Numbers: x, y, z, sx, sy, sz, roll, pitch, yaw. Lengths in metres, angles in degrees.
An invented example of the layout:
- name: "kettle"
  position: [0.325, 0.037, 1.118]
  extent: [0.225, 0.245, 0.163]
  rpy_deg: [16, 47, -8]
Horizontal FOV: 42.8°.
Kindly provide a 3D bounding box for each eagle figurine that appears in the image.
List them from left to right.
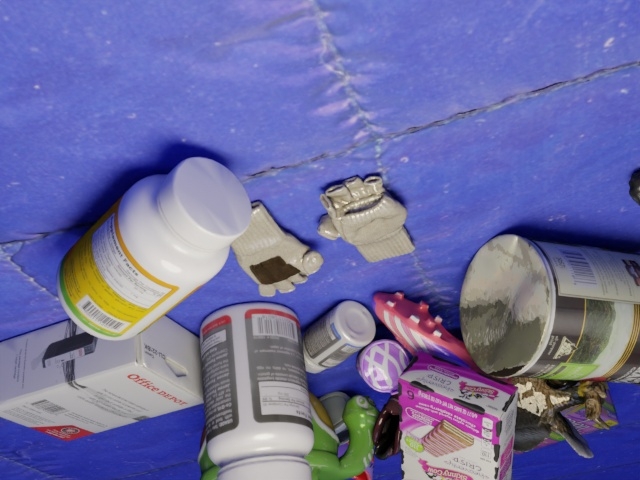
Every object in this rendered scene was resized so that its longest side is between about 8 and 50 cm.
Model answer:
- name: "eagle figurine"
  position: [0.317, 0.248, 1.369]
  extent: [0.298, 0.225, 0.226]
  rpy_deg: [-11, 145, 15]

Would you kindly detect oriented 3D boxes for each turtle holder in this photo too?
- name: "turtle holder"
  position: [-0.067, 0.359, 1.483]
  extent: [0.320, 0.227, 0.243]
  rpy_deg: [-22, 146, 20]

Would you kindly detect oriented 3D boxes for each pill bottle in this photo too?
- name: "pill bottle"
  position: [-0.191, 0.009, 0.942]
  extent: [0.136, 0.136, 0.246]
  rpy_deg: [18, 141, -37]
- name: "pill bottle"
  position: [-0.096, 0.251, 1.233]
  extent: [0.161, 0.283, 0.161]
  rpy_deg: [-6, 150, -4]
- name: "pill bottle"
  position: [0.020, 0.158, 1.309]
  extent: [0.078, 0.078, 0.137]
  rpy_deg: [13, 144, -32]

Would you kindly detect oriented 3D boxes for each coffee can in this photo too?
- name: "coffee can"
  position: [0.372, 0.104, 1.186]
  extent: [0.275, 0.201, 0.201]
  rpy_deg: [7, 146, -24]

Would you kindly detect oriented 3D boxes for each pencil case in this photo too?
- name: "pencil case"
  position: [0.102, 0.207, 1.345]
  extent: [0.086, 0.088, 0.206]
  rpy_deg: [-16, 172, 1]

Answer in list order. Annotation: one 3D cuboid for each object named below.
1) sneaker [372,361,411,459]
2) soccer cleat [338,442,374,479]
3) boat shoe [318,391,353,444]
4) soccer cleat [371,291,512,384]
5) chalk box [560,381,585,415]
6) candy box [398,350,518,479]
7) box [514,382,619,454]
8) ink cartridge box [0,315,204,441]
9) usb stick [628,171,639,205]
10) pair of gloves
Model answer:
- name: "sneaker"
  position: [0.158, 0.369, 1.521]
  extent: [0.106, 0.162, 0.281]
  rpy_deg: [18, 138, 37]
- name: "soccer cleat"
  position: [-0.019, 0.493, 1.831]
  extent: [0.318, 0.116, 0.108]
  rpy_deg: [8, 146, -26]
- name: "boat shoe"
  position: [-0.039, 0.406, 1.684]
  extent: [0.302, 0.114, 0.091]
  rpy_deg: [-24, 141, 26]
- name: "soccer cleat"
  position: [0.174, 0.170, 1.243]
  extent: [0.095, 0.248, 0.083]
  rpy_deg: [-62, 169, 23]
- name: "chalk box"
  position: [0.385, 0.275, 1.549]
  extent: [0.213, 0.132, 0.132]
  rpy_deg: [-30, 144, 30]
- name: "candy box"
  position: [0.200, 0.290, 1.202]
  extent: [0.159, 0.071, 0.233]
  rpy_deg: [17, 133, 30]
- name: "box"
  position: [0.455, 0.346, 1.702]
  extent: [0.243, 0.117, 0.213]
  rpy_deg: [-28, 145, 29]
- name: "ink cartridge box"
  position: [-0.340, 0.206, 1.263]
  extent: [0.273, 0.114, 0.197]
  rpy_deg: [-17, 148, 17]
- name: "usb stick"
  position: [0.518, -0.114, 1.005]
  extent: [0.278, 0.045, 0.077]
  rpy_deg: [-29, 144, 30]
- name: "pair of gloves"
  position: [0.000, 0.000, 1.071]
  extent: [0.240, 0.042, 0.204]
  rpy_deg: [-14, 149, 8]
